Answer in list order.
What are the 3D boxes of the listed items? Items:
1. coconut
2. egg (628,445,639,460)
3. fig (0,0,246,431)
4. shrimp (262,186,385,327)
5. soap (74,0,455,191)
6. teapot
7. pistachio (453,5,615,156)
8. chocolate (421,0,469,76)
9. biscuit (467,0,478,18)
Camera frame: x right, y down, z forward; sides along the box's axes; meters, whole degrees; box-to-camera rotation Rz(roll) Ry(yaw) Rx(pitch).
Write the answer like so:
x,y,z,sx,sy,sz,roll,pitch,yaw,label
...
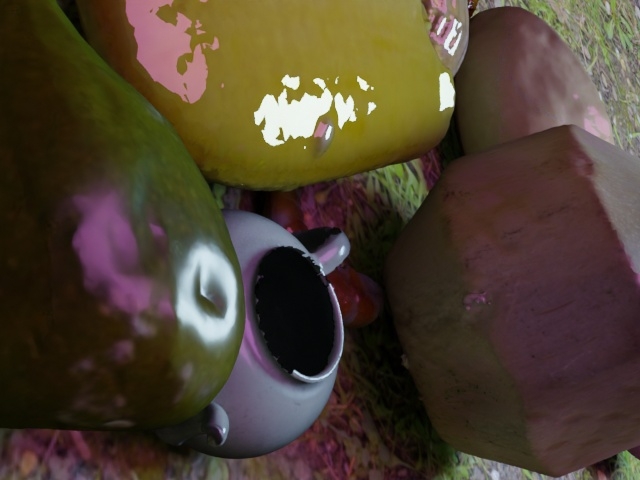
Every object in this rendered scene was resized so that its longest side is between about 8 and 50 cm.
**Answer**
x,y,z,sx,sy,sz,roll,pitch,yaw,label
0.248,0.051,1.158,0.352,0.352,0.352,30,51,-45,coconut
0.432,0.153,1.508,0.196,0.196,0.271,-22,86,-57,egg
-0.162,-0.023,0.727,0.233,0.233,0.314,35,38,-42,fig
0.000,0.000,1.106,0.161,0.049,0.166,25,47,-46,shrimp
-0.048,-0.191,0.997,0.427,0.115,0.306,-5,84,-54,soap
-0.059,0.067,0.900,0.193,0.129,0.294,61,35,-17,teapot
0.255,-0.136,1.406,0.187,0.187,0.299,8,64,-54,pistachio
0.100,-0.288,1.267,0.134,0.134,0.309,7,85,-54,chocolate
0.123,-0.321,1.374,0.188,0.027,0.188,-4,97,-36,biscuit
